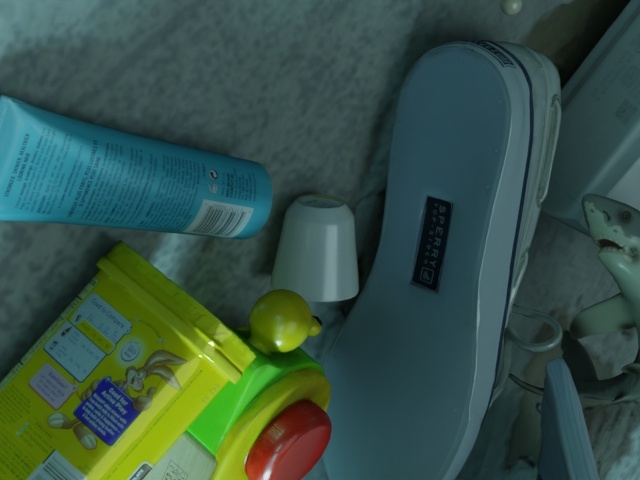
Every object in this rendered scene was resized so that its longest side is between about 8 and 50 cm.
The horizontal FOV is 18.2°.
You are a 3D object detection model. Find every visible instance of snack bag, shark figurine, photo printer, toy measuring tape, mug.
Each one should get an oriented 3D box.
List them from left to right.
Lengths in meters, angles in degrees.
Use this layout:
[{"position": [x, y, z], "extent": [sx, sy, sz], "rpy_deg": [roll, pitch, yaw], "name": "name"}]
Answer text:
[{"position": [-0.074, 0.166, 1.392], "extent": [0.121, 0.121, 0.330], "rpy_deg": [-3, 128, -43], "name": "toy measuring tape"}, {"position": [-0.003, 0.001, 1.395], "extent": [0.062, 0.078, 0.064], "rpy_deg": [1, 108, -9], "name": "mug"}, {"position": [0.217, 0.278, 1.541], "extent": [0.037, 0.323, 0.342], "rpy_deg": [-11, 154, 0], "name": "snack bag"}, {"position": [0.259, 0.059, 1.530], "extent": [0.116, 0.166, 0.278], "rpy_deg": [-54, 167, -29], "name": "shark figurine"}, {"position": [0.325, -0.086, 1.589], "extent": [0.307, 0.107, 0.256], "rpy_deg": [24, 108, -49], "name": "photo printer"}]

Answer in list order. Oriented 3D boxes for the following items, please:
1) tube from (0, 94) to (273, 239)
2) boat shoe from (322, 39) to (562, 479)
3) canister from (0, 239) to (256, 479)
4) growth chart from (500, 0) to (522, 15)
[{"position": [-0.124, -0.037, 1.254], "extent": [0.207, 0.052, 0.080], "rpy_deg": [9, 103, -41], "name": "tube"}, {"position": [0.105, 0.029, 1.470], "extent": [0.156, 0.136, 0.367], "rpy_deg": [-11, 115, -53], "name": "boat shoe"}, {"position": [-0.140, 0.099, 1.263], "extent": [0.170, 0.126, 0.073], "rpy_deg": [-49, 139, -6], "name": "canister"}, {"position": [0.205, -0.278, 1.398], "extent": [0.237, 0.021, 0.172], "rpy_deg": [-31, 132, -28], "name": "growth chart"}]
